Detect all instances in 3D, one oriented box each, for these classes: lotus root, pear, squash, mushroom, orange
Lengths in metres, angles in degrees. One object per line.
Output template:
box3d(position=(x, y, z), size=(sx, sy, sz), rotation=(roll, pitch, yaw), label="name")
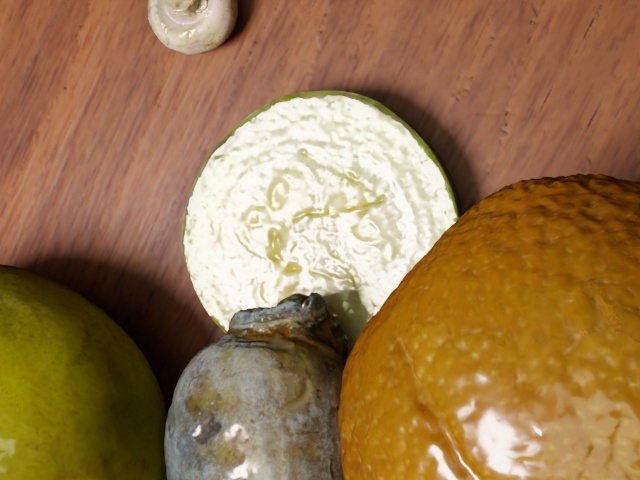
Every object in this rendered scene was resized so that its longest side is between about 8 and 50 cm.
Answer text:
box3d(position=(-0.033, 0.219, 0.654), size=(0.175, 0.175, 0.349), rotation=(-12, 79, 16), label="lotus root")
box3d(position=(-0.270, 0.145, 0.719), size=(0.307, 0.253, 0.253), rotation=(42, 102, 27), label="pear")
box3d(position=(0.000, 0.000, 0.741), size=(0.252, 0.049, 0.252), rotation=(0, 92, 16), label="squash")
box3d(position=(-0.115, -0.209, 0.761), size=(0.084, 0.067, 0.083), rotation=(-1, 85, 11), label="mushroom")
box3d(position=(0.194, 0.139, 0.555), size=(0.357, 0.322, 0.322), rotation=(42, 101, 9), label="orange")
